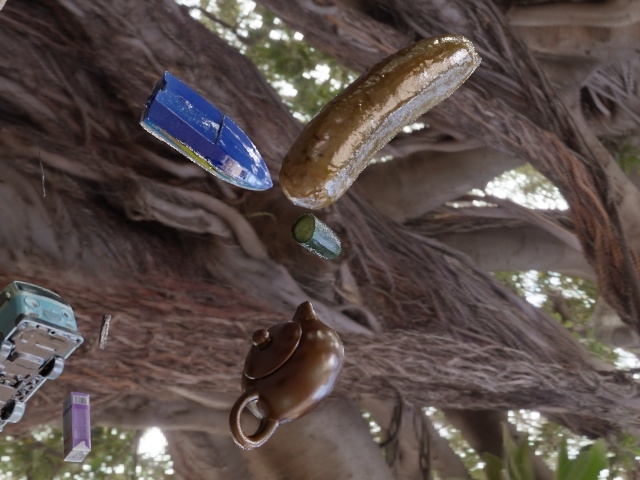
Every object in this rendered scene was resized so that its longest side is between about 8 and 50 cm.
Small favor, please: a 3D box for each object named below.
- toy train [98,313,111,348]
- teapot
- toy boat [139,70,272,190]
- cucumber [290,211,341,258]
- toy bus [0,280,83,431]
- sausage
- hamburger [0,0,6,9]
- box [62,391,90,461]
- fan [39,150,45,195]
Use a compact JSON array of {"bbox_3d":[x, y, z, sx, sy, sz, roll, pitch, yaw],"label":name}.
[{"bbox_3d":[-0.504,0.213,2.050,0.017,0.017,0.083,-26,-128,50],"label":"toy train"},{"bbox_3d":[-0.067,0.201,1.343,0.178,0.135,0.252,-18,-150,51],"label":"teapot"},{"bbox_3d":[-0.203,-0.181,1.652,0.088,0.295,0.129,-34,-147,35],"label":"toy boat"},{"bbox_3d":[0.000,0.000,1.308,0.048,0.105,0.048,-15,-120,27],"label":"cucumber"},{"bbox_3d":[-0.550,0.192,1.554,0.271,0.133,0.165,-44,-137,19],"label":"toy bus"},{"bbox_3d":[0.105,-0.235,1.565,0.136,0.501,0.123,43,-28,8],"label":"sausage"},{"bbox_3d":[-0.313,-0.178,0.592,0.236,0.237,0.147,11,-57,40],"label":"hamburger"},{"bbox_3d":[-0.442,0.337,1.596,0.050,0.036,0.117,-46,-137,38],"label":"box"},{"bbox_3d":[-0.497,-0.117,1.577,0.056,0.004,0.083,-124,-148,-55],"label":"fan"}]
